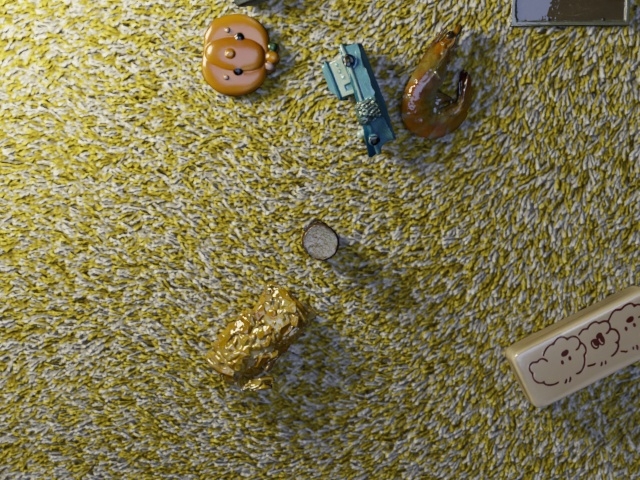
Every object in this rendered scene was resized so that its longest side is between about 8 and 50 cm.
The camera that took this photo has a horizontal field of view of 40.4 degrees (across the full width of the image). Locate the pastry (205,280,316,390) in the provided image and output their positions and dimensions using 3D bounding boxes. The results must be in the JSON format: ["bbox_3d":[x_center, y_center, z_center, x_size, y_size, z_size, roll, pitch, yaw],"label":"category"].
[{"bbox_3d":[-0.127,0.215,1.837,0.154,0.102,0.250,41,91,-4],"label":"pastry"}]

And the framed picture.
[{"bbox_3d":[0.528,-0.546,1.833,0.260,0.023,0.189,-2,97,-4],"label":"framed picture"}]

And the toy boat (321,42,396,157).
[{"bbox_3d":[0.078,-0.287,1.799,0.098,0.109,0.237,-20,95,19],"label":"toy boat"}]

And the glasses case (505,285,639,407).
[{"bbox_3d":[0.582,0.230,1.898,0.336,0.076,0.144,-27,98,0],"label":"glasses case"}]

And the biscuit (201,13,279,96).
[{"bbox_3d":[-0.164,-0.381,1.793,0.170,0.050,0.170,0,97,-4],"label":"biscuit"}]

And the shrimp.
[{"bbox_3d":[0.255,-0.332,1.824,0.150,0.068,0.248,14,101,-18],"label":"shrimp"}]

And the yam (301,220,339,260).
[{"bbox_3d":[-0.001,0.003,1.810,0.084,0.127,0.084,0,95,0],"label":"yam"}]

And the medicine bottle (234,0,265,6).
[{"bbox_3d":[-0.159,-0.580,1.755,0.083,0.083,0.203,-15,95,-2],"label":"medicine bottle"}]
